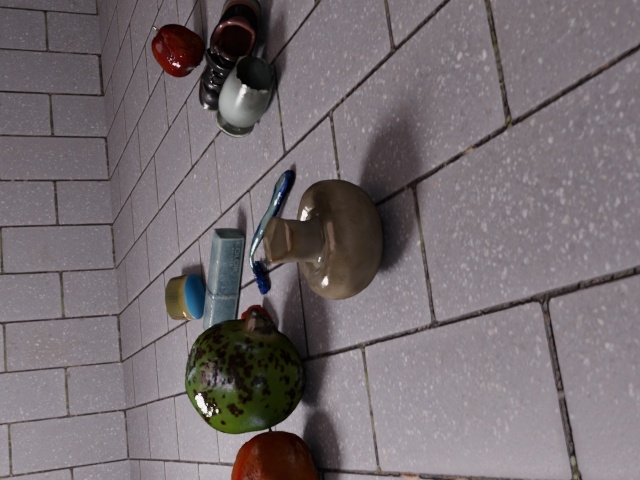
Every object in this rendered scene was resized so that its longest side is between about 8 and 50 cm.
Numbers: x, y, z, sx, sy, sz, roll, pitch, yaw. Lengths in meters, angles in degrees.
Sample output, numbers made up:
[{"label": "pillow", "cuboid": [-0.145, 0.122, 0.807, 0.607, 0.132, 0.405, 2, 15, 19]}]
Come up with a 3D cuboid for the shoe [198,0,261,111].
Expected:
[{"label": "shoe", "cuboid": [-0.208, -0.416, 1.811, 0.137, 0.114, 0.291, -90, 19, -56]}]

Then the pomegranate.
[{"label": "pomegranate", "cuboid": [-0.152, 0.267, 1.621, 0.254, 0.254, 0.270, 50, 123, 55]}]

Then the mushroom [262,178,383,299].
[{"label": "mushroom", "cuboid": [0.000, 0.000, 1.301, 0.204, 0.204, 0.204, 178, 90, -66]}]

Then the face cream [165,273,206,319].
[{"label": "face cream", "cuboid": [-0.416, 0.175, 2.407, 0.285, 0.067, 0.139, 167, 99, -66]}]

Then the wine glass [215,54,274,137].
[{"label": "wine glass", "cuboid": [-0.172, -0.322, 1.769, 0.204, 0.111, 0.111, 131, 132, -58]}]

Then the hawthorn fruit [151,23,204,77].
[{"label": "hawthorn fruit", "cuboid": [-0.417, -0.551, 2.240, 0.148, 0.172, 0.148, -43, 25, 26]}]

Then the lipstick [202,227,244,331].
[{"label": "lipstick", "cuboid": [-0.250, 0.108, 2.016, 0.076, 0.078, 0.289, -133, 48, -57]}]

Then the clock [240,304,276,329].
[{"label": "clock", "cuboid": [-0.154, 0.245, 1.836, 0.113, 0.061, 0.155, -132, 43, -54]}]

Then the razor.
[{"label": "razor", "cuboid": [-0.118, -0.024, 1.742, 0.093, 0.056, 0.324, -114, 33, -44]}]

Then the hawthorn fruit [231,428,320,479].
[{"label": "hawthorn fruit", "cuboid": [-0.091, 0.458, 1.584, 0.179, 0.179, 0.200, 116, 158, -46]}]
